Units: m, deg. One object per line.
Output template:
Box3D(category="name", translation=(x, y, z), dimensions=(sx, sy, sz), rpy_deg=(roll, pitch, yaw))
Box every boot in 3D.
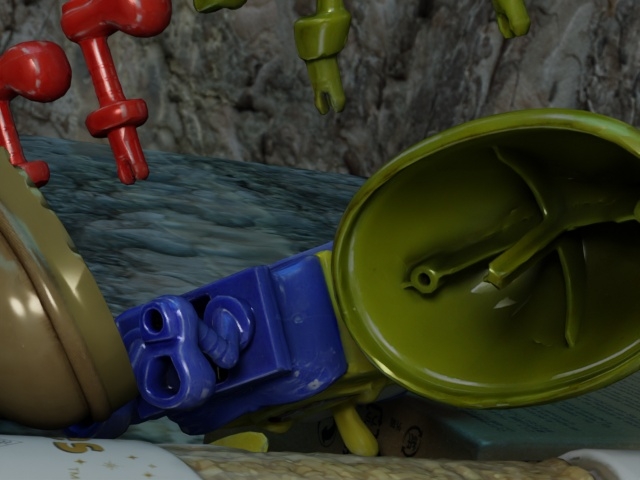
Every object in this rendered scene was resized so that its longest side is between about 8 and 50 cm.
Box3D(category="boot", translation=(-0.221, 0.050, 0.623), dimensions=(0.269, 0.089, 0.236), rpy_deg=(-36, 47, -18))

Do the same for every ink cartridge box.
Box3D(category="ink cartridge box", translation=(0.082, 0.100, 0.910), dimensions=(0.193, 0.088, 0.234), rpy_deg=(5, 8, -29))

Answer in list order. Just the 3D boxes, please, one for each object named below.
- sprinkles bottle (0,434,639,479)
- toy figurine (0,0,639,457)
Box3D(category="sprinkles bottle", translation=(-0.040, 0.115, 0.566), dimensions=(0.355, 0.121, 0.121), rpy_deg=(4, 9, -22))
Box3D(category="toy figurine", translation=(0.000, 0.000, 0.757), dimensions=(0.362, 0.191, 0.217), rpy_deg=(-24, -9, 30))
